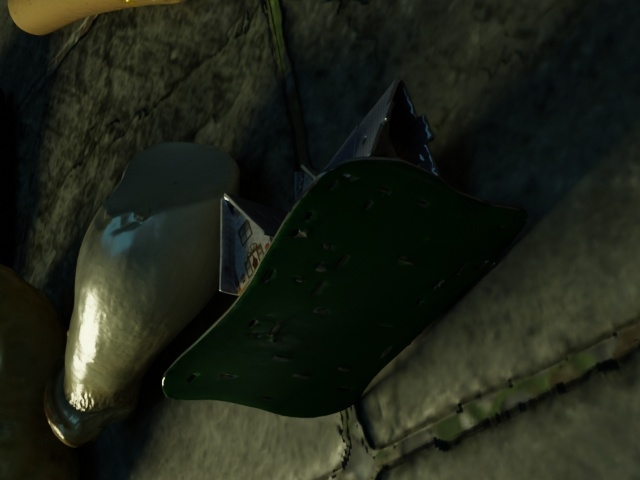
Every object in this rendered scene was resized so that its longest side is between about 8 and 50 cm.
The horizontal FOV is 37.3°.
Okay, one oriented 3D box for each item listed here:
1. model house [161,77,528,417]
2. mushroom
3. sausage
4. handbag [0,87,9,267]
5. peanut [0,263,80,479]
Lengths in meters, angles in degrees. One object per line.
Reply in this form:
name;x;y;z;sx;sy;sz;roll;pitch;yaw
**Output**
model house;0.000;0.000;0.459;0.167;0.117;0.088;-52;40;32
mushroom;-0.119;0.042;0.622;0.116;0.093;0.225;-118;43;-59
sausage;-0.189;-0.219;0.803;0.301;0.066;0.066;7;85;50
handbag;-0.415;-0.017;1.012;0.275;0.088;0.244;-34;58;40
peanut;-0.240;0.121;0.726;0.103;0.098;0.229;80;178;-64
